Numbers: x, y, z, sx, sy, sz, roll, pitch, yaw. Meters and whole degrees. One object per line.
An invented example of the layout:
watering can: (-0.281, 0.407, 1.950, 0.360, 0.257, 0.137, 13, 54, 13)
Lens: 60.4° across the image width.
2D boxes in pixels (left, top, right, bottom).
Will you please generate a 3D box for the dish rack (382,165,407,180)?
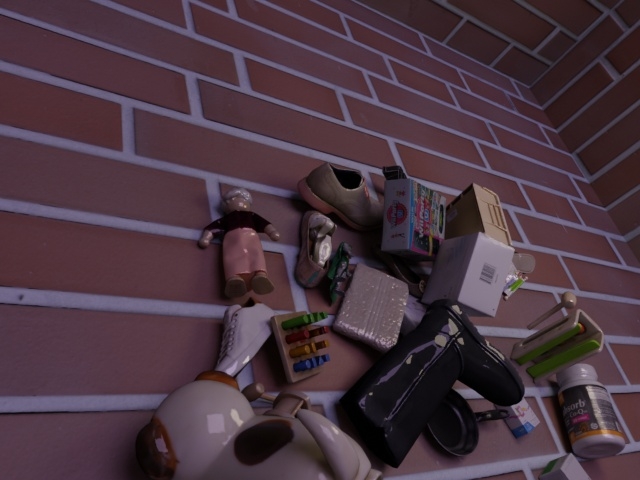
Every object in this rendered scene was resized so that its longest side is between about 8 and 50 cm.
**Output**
dish rack: (0.284, -0.116, 1.937, 0.208, 0.074, 0.271, 50, 36, -42)

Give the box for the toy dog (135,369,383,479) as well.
toy dog: (-0.130, 0.409, 0.972, 0.408, 0.395, 0.284, 21, 48, 24)

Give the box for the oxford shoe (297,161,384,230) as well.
oxford shoe: (0.114, -0.138, 1.786, 0.397, 0.146, 0.140, 17, 42, -45)

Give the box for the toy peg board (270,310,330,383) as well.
toy peg board: (-0.029, 0.246, 1.337, 0.161, 0.079, 0.160, 4, 66, -63)

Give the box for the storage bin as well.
storage bin: (0.520, -0.026, 1.965, 0.123, 0.262, 0.260, 22, 45, -22)

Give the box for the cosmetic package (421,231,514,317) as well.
cosmetic package: (0.451, 0.111, 1.709, 0.138, 0.225, 0.223, 24, 76, -13)

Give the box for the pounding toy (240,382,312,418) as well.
pounding toy: (-0.044, 0.394, 1.203, 0.269, 0.154, 0.155, 45, 40, 0)

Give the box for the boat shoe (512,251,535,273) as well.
boat shoe: (0.704, 0.072, 2.186, 0.335, 0.096, 0.112, 14, 84, -27)

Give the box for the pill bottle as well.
pill bottle: (0.893, 0.568, 1.843, 0.162, 0.162, 0.278, 24, 43, -23)

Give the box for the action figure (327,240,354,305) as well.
action figure: (0.065, 0.071, 1.622, 0.064, 0.137, 0.232, 8, 31, 6)

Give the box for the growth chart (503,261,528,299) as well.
growth chart: (0.688, 0.110, 2.106, 0.172, 0.021, 0.237, -43, 104, -25)

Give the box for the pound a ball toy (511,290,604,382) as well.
pound a ball toy: (0.785, 0.310, 1.851, 0.208, 0.319, 0.136, 45, 39, 2)

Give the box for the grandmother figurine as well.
grandmother figurine: (-0.214, -0.010, 1.448, 0.208, 0.104, 0.342, 1, 47, -15)

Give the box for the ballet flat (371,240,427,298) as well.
ballet flat: (0.269, 0.092, 1.805, 0.250, 0.058, 0.084, 46, 32, 3)

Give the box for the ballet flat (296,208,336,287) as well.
ballet flat: (0.000, 0.000, 1.622, 0.108, 0.106, 0.315, 25, 43, -21)

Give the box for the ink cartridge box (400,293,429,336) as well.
ink cartridge box: (0.351, 0.268, 1.727, 0.275, 0.060, 0.239, 19, 21, -27)

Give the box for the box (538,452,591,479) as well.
box: (0.728, 0.711, 1.634, 0.101, 0.087, 0.102, -17, 69, -47)

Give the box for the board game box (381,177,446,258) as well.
board game box: (0.308, -0.057, 1.785, 0.303, 0.098, 0.223, 14, 77, -55)

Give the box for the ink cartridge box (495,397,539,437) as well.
ink cartridge box: (0.613, 0.537, 1.716, 0.089, 0.052, 0.122, -13, 64, -45)

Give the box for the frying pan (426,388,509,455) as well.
frying pan: (0.401, 0.489, 1.577, 0.326, 0.053, 0.197, -16, 67, -46)

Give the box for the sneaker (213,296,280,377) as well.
sneaker: (-0.199, 0.229, 1.267, 0.123, 0.106, 0.290, 40, 28, -1)

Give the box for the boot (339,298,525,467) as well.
boot: (0.305, 0.413, 1.431, 0.367, 0.146, 0.445, 48, 50, 5)

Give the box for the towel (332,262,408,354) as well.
towel: (0.151, 0.193, 1.601, 0.187, 0.049, 0.282, 24, 42, 2)
